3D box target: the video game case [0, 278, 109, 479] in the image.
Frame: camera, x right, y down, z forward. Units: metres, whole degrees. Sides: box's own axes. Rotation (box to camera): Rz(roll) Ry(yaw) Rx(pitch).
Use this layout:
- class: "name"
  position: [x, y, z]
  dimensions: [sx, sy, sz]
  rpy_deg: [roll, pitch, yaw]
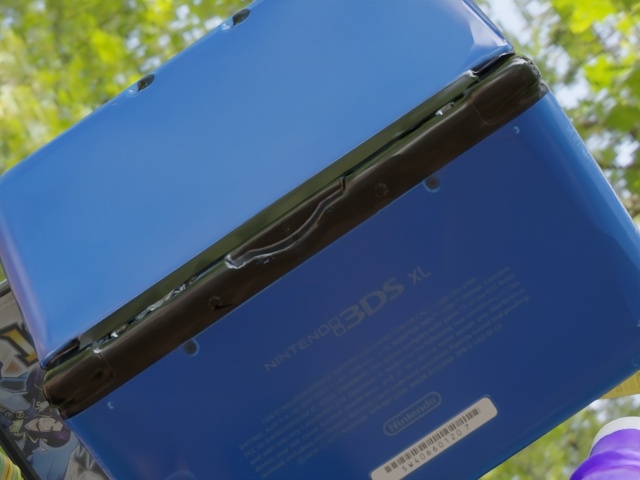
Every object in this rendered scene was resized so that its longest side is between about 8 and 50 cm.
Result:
- class: "video game case"
  position: [-0.125, 0.102, 1.239]
  dimensions: [0.248, 0.274, 0.035]
  rpy_deg: [59, -1, -14]

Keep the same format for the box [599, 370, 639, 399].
- class: "box"
  position: [0.272, 0.130, 1.687]
  dimensions: [0.232, 0.058, 0.087]
  rpy_deg: [-17, -90, 44]

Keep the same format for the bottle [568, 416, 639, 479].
- class: "bottle"
  position: [0.202, 0.216, 1.047]
  dimensions: [0.092, 0.283, 0.118]
  rpy_deg: [-37, -79, 26]

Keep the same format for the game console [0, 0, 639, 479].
- class: "game console"
  position: [-0.002, 0.010, 0.848]
  dimensions: [0.293, 0.173, 0.250]
  rpy_deg: [-34, -75, 3]

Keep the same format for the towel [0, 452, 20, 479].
- class: "towel"
  position: [-0.229, 0.163, 0.955]
  dimensions: [0.021, 0.102, 0.237]
  rpy_deg: [10, -18, 6]
